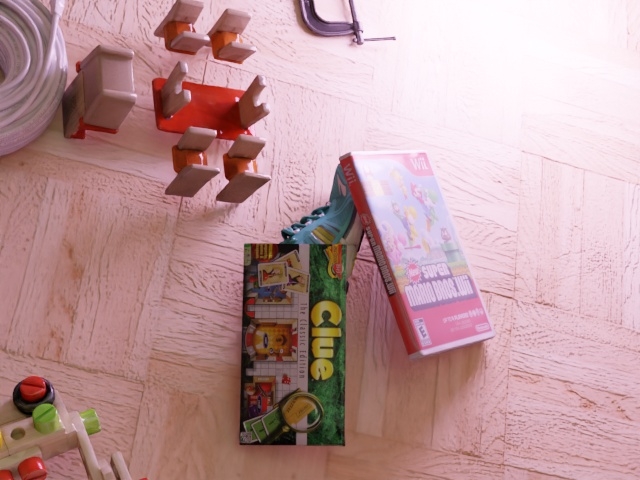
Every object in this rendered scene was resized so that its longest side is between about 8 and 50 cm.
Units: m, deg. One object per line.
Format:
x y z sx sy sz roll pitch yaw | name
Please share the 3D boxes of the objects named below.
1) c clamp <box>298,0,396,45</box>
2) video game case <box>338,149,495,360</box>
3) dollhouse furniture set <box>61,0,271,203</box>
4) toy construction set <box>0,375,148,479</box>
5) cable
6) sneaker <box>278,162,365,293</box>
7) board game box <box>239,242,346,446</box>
0.029 -0.364 1.994 0.137 0.022 0.160 -10 71 -18 | c clamp
0.134 0.013 1.774 0.204 0.025 0.285 -7 75 -54 | video game case
-0.206 -0.185 1.783 0.259 0.135 0.262 6 64 -30 | dollhouse furniture set
-0.350 0.279 1.476 0.328 0.151 0.215 -7 44 -31 | toy construction set
-0.461 -0.230 1.711 0.257 0.089 0.257 1 67 -19 | cable
0.000 0.000 1.767 0.110 0.107 0.275 19 61 -1 | sneaker
-0.034 0.132 1.672 0.136 0.030 0.259 0 80 -1 | board game box
